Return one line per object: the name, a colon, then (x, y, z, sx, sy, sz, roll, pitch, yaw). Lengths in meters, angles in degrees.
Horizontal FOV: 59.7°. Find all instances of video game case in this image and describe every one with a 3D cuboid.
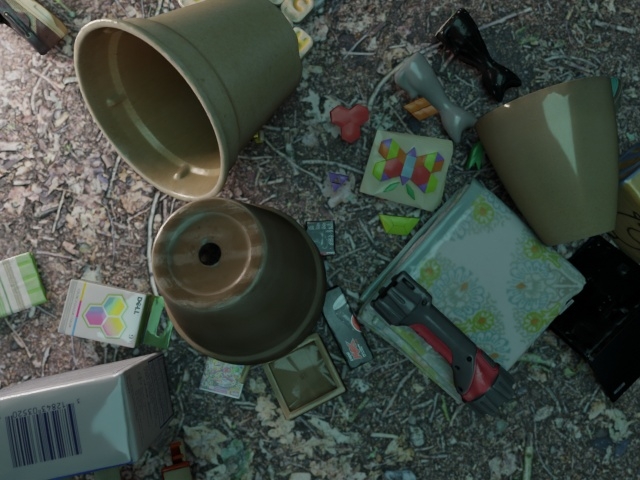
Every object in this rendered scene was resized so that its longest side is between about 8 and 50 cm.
video game case: (-0.194, 0.260, 1.163, 0.087, 0.011, 0.122, 15, 86, -2)

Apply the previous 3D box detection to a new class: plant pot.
plant pot: (-0.204, -0.292, 1.010, 0.334, 0.334, 0.305, 42, 56, -1)
plant pot: (0.463, -0.135, 1.079, 0.257, 0.256, 0.274, -15, 85, -4)
plant pot: (-0.159, 0.057, 1.005, 0.323, 0.280, 0.323, -1, 75, 5)

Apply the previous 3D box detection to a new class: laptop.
laptop: (0.618, 0.166, 1.212, 0.234, 0.136, 0.264, -43, 65, -5)

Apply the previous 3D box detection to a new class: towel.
towel: (0.302, 0.111, 1.144, 0.320, 0.090, 0.374, 42, 92, -6)
towel: (-0.649, 0.098, 1.143, 0.152, 0.023, 0.113, -18, 91, -6)

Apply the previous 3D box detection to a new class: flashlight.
flashlight: (0.227, 0.199, 1.059, 0.304, 0.103, 0.103, 41, 66, -2)

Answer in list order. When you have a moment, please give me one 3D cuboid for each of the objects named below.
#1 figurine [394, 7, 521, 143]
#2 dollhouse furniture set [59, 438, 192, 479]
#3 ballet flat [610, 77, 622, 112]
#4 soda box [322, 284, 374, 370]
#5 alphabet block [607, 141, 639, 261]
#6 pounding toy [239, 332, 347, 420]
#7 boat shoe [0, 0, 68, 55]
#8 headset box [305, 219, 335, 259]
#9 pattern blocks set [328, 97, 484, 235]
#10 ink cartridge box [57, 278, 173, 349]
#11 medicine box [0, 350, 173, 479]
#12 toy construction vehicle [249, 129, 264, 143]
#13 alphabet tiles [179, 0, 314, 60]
figurine: (0.291, -0.340, 1.185, 0.215, 0.092, 0.209, -45, 94, -3)
dollhouse furniture set: (-0.371, 0.485, 1.045, 0.259, 0.262, 0.135, -10, 43, -21)
ballet flat: (0.597, -0.250, 1.213, 0.068, 0.072, 0.213, 33, 86, -29)
soda box: (0.049, 0.179, 1.159, 0.060, 0.053, 0.168, -26, 89, -4)
alphabet block: (0.697, -0.089, 1.142, 0.193, 0.192, 0.197, -39, 89, -2)
pounding toy: (-0.072, 0.253, 1.135, 0.181, 0.094, 0.206, -27, 73, -2)
boat shoe: (-0.659, -0.483, 1.129, 0.285, 0.103, 0.092, 33, 81, -7)
headset box: (0.000, 0.000, 1.176, 0.062, 0.032, 0.083, -2, 88, -3)
pattern blocks set: (0.179, -0.151, 1.160, 0.325, 0.026, 0.285, -1, 102, -5)
ink cartridge box: (-0.406, 0.152, 1.131, 0.209, 0.062, 0.108, 13, 86, -3)
medicine box: (-0.433, 0.313, 1.008, 0.264, 0.289, 0.149, -11, 86, -4)
toy construction vehicle: (-0.168, -0.239, 1.176, 0.098, 0.035, 0.085, -1, 87, -3)
alphabet tiles: (-0.159, -0.467, 1.195, 0.284, 0.021, 0.278, 42, 86, 0)
